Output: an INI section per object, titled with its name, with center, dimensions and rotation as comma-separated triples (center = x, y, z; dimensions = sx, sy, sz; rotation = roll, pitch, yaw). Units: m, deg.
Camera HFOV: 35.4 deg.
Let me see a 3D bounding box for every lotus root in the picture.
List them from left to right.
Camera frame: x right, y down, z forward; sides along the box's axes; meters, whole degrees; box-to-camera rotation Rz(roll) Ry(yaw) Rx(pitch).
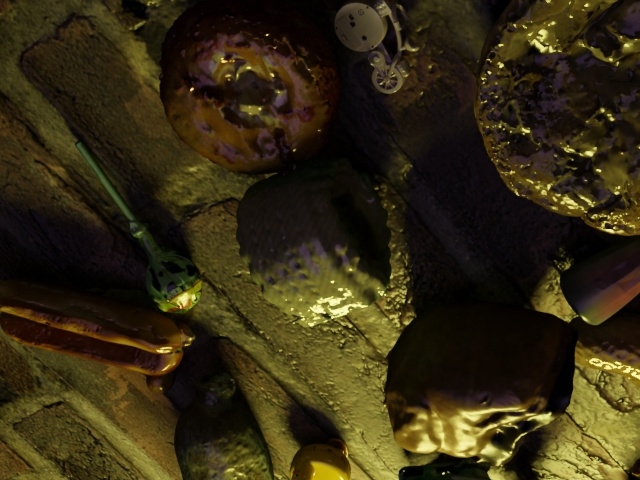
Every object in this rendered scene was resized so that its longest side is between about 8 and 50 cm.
[lotus root]
center = -0.164, 0.380, 1.704
dimensions = 0.175, 0.175, 0.350
rotation = -3, 122, 18

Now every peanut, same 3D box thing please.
[peanut]
center = 0.452, 0.159, 1.410
dimensions = 0.226, 0.095, 0.108
rotation = 15, 131, 5

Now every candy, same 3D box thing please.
[candy]
center = -0.281, -0.020, 1.512
dimensions = 0.091, 0.083, 0.305
rotation = -17, 112, 45

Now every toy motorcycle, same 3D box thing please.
[toy motorcycle]
center = 0.253, 0.445, 1.661
dimensions = 0.260, 0.154, 0.206
rotation = 7, 151, 6

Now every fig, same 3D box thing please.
[fig]
center = -0.258, 0.221, 1.693
dimensions = 0.050, 0.050, 0.083
rotation = 41, 108, -15

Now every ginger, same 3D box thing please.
[ginger]
center = 0.212, 0.184, 1.428
dimensions = 0.223, 0.200, 0.269
rotation = 20, 133, -6

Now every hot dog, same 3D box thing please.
[hot dog]
center = -0.361, 0.133, 1.621
dimensions = 0.337, 0.100, 0.135
rotation = 11, 136, 9

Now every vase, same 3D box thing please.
[vase]
center = 0.426, 0.024, 1.331
dimensions = 0.086, 0.086, 0.214
rotation = 41, 121, -16

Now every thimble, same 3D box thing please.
[thimble]
center = 0.000, 0.000, 1.341
dimensions = 0.150, 0.219, 0.219
rotation = -23, 117, 27

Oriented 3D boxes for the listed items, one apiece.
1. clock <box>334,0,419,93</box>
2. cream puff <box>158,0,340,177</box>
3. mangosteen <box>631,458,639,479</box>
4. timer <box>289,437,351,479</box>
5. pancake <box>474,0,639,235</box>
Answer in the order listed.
[clock]
center = 0.075, -0.247, 1.249
dimensions = 0.087, 0.041, 0.129
rotation = -19, 114, 31
[cream puff]
center = -0.086, -0.195, 1.259
dimensions = 0.240, 0.164, 0.240
rotation = 1, 117, 3
[mangosteen]
center = 0.534, 0.434, 1.585
dimensions = 0.156, 0.181, 0.145
rotation = -6, 168, 39
[timer]
center = -0.003, 0.400, 1.709
dimensions = 0.107, 0.109, 0.107
rotation = 8, 128, 10
[pancake]
center = 0.369, -0.181, 1.188
dimensions = 0.386, 0.082, 0.387
rotation = 6, 123, 10
